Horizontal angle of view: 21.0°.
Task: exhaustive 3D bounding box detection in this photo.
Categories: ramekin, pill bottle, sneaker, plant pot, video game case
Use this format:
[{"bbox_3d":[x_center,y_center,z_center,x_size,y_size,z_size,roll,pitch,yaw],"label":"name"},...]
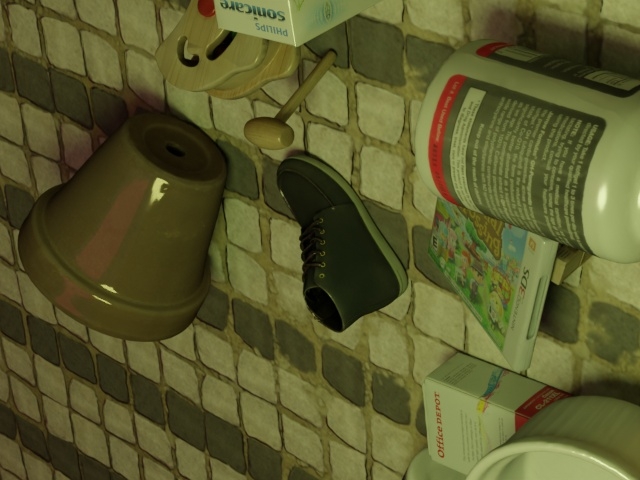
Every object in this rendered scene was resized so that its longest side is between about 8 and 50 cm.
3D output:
[{"bbox_3d":[0.300,0.302,1.875,0.277,0.135,0.277,18,127,26],"label":"ramekin"},{"bbox_3d":[0.264,-0.080,1.695,0.318,0.176,0.176,22,131,38],"label":"pill bottle"},{"bbox_3d":[0.000,0.000,2.093,0.222,0.118,0.083,50,143,9],"label":"sneaker"},{"bbox_3d":[-0.235,-0.038,2.258,0.263,0.263,0.229,42,122,19],"label":"plant pot"},{"bbox_3d":[0.186,0.007,1.907,0.212,0.023,0.193,-124,30,-42],"label":"video game case"},{"bbox_3d":[0.141,0.355,2.198,0.112,0.112,0.187,41,140,20],"label":"pill bottle"}]

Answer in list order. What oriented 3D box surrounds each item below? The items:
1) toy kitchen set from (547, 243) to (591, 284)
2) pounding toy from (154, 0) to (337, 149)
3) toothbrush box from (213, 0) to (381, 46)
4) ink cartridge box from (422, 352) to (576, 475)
[{"bbox_3d":[0.248,-0.015,1.842,0.083,0.075,0.068,32,136,23],"label":"toy kitchen set"},{"bbox_3d":[-0.083,-0.239,1.997,0.154,0.155,0.270,3,87,35],"label":"pounding toy"},{"bbox_3d":[-0.017,-0.373,1.774,0.122,0.206,0.283,19,128,38],"label":"toothbrush box"},{"bbox_3d":[0.215,0.223,2.052,0.175,0.072,0.127,20,129,38],"label":"ink cartridge box"}]
